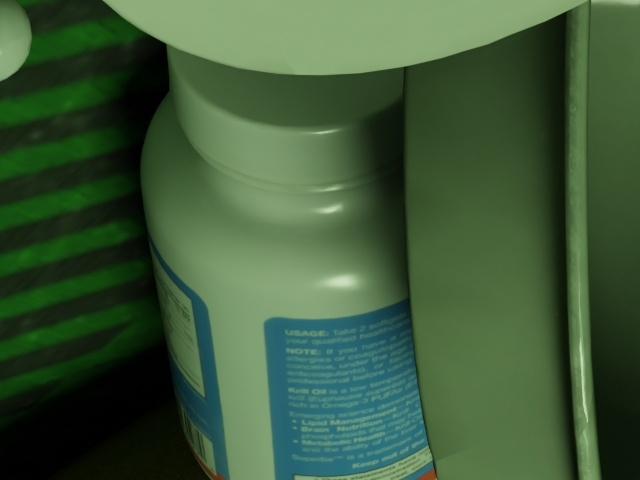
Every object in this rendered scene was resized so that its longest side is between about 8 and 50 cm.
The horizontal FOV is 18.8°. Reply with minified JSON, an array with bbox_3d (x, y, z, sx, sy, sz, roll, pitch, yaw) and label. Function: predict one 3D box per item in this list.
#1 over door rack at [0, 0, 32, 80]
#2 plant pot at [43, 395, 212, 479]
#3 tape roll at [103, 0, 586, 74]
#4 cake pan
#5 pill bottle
[{"bbox_3d":[-0.152,-0.030,0.326,0.108,0.324,0.239,-11,157,21],"label":"over door rack"},{"bbox_3d":[0.011,0.134,0.863,0.254,0.237,0.237,-43,152,-10],"label":"plant pot"},{"bbox_3d":[0.015,-0.179,0.411,0.246,0.169,0.246,-23,149,-15],"label":"tape roll"},{"bbox_3d":[0.077,-0.031,0.628,0.054,0.293,0.293,0,154,14],"label":"cake pan"},{"bbox_3d":[0.000,0.000,0.708,0.124,0.124,0.221,-23,145,-16],"label":"pill bottle"}]
